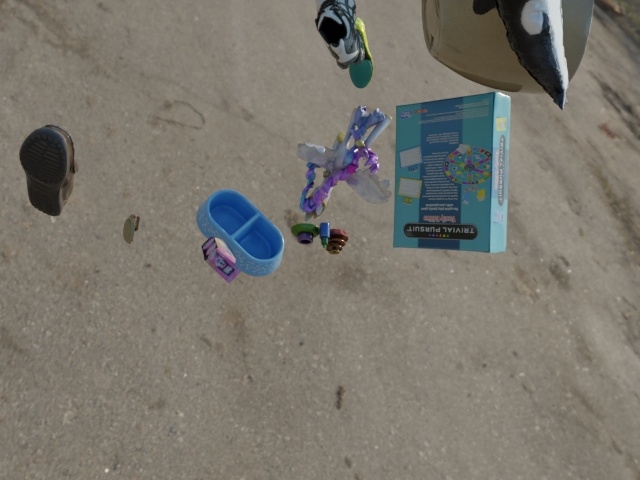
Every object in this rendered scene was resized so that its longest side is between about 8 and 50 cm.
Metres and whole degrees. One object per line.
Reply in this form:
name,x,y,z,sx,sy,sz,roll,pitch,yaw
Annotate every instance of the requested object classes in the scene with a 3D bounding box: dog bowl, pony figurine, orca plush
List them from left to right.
dog bowl,-0.228,-0.030,1.760,0.297,0.074,0.166,44,57,2
pony figurine,0.076,-0.236,1.820,0.303,0.351,0.363,33,71,-7
orca plush,0.254,-0.308,0.770,0.287,0.102,0.151,54,54,-40

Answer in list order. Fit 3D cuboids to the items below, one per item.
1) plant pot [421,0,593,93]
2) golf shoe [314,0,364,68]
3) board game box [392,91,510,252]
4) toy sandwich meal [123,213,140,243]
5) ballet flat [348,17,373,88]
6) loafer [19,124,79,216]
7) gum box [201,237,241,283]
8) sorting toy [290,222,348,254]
plant pot,0.263,-0.363,0.925,0.191,0.284,0.284,-6,49,-1
golf shoe,0.027,-0.426,1.130,0.094,0.077,0.198,17,50,-63
board game box,0.290,-0.146,1.350,0.079,0.254,0.336,-2,94,-46
toy sandwich meal,-0.530,-0.031,1.684,0.029,0.085,0.085,5,51,-37
ballet flat,0.118,-0.561,1.783,0.077,0.231,0.077,4,59,15
loafer,-0.764,-0.216,1.704,0.134,0.366,0.130,28,52,-11
gum box,-0.316,0.057,1.906,0.107,0.062,0.188,45,1,-21
sorting toy,0.000,0.000,1.011,0.102,0.061,0.042,8,67,-14
